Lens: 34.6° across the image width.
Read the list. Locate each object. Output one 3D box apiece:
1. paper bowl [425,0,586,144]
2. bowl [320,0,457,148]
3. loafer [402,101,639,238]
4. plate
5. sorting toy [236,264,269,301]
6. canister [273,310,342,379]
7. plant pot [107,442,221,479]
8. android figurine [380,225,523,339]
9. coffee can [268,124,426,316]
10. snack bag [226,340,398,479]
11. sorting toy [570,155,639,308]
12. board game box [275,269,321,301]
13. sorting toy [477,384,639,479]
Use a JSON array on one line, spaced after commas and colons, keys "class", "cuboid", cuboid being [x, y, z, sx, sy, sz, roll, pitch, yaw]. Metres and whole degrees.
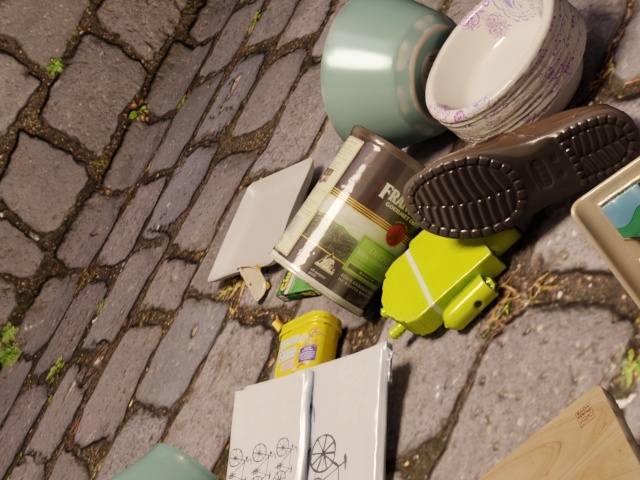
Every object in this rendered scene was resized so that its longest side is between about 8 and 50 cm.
[{"class": "paper bowl", "cuboid": [0.322, -0.282, 1.717, 0.284, 0.148, 0.284, -40, 30, 29]}, {"class": "bowl", "cuboid": [0.166, -0.305, 1.893, 0.163, 0.311, 0.311, 11, 69, 43]}, {"class": "loafer", "cuboid": [0.303, -0.105, 1.549, 0.366, 0.133, 0.130, -17, 16, 23]}, {"class": "plate", "cuboid": [-0.124, -0.035, 2.316, 0.277, 0.045, 0.278, -19, 44, 53]}, {"class": "sorting toy", "cuboid": [-0.148, 0.090, 2.195, 0.045, 0.083, 0.075, -28, -1, -22]}, {"class": "canister", "cuboid": [-0.028, 0.223, 1.818, 0.126, 0.073, 0.170, -29, 38, 40]}, {"class": "plant pot", "cuboid": [-0.288, 0.498, 1.754, 0.272, 0.271, 0.255, -10, 37, 56]}, {"class": "android figurine", "cuboid": [0.200, 0.048, 1.646, 0.273, 0.056, 0.248, -45, 28, 13]}, {"class": "coffee can", "cuboid": [0.066, -0.034, 1.807, 0.275, 0.201, 0.201, -56, 26, 1]}, {"class": "snack bag", "cuboid": [-0.025, 0.342, 1.625, 0.342, 0.037, 0.323, -22, 49, 36]}, {"class": "sorting toy", "cuboid": [0.428, -0.018, 1.203, 0.208, 0.193, 0.038, -38, -6, 28]}, {"class": "board game box", "cuboid": [0.000, 0.000, 2.082, 0.136, 0.030, 0.259, -11, 51, 53]}, {"class": "sorting toy", "cuboid": [0.280, 0.339, 1.134, 0.257, 0.089, 0.255, -45, 28, 21]}]
